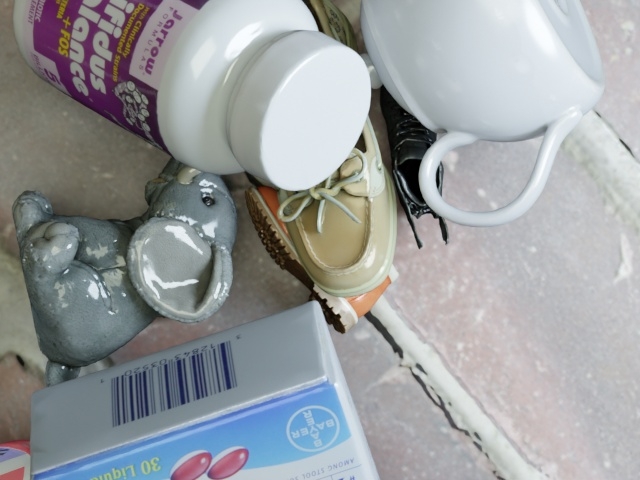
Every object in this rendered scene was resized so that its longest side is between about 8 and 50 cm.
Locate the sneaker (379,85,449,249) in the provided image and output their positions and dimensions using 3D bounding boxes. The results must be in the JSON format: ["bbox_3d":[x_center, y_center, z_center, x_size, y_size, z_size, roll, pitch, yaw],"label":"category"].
[{"bbox_3d":[0.087,-0.078,1.530,0.051,0.089,0.170,-8,91,0],"label":"sneaker"}]

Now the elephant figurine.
[{"bbox_3d":[-0.142,0.009,1.504,0.239,0.169,0.186,-11,131,-9],"label":"elephant figurine"}]

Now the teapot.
[{"bbox_3d":[0.119,-0.178,1.469,0.187,0.256,0.252,-27,115,19],"label":"teapot"}]

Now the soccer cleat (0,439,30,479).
[{"bbox_3d":[-0.328,0.265,1.503,0.248,0.095,0.083,-46,68,23],"label":"soccer cleat"}]

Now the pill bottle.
[{"bbox_3d":[-0.107,-0.156,1.427,0.301,0.169,0.169,30,91,36],"label":"pill bottle"}]

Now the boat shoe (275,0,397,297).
[{"bbox_3d":[-0.003,-0.090,1.490,0.104,0.089,0.285,-17,70,11],"label":"boat shoe"}]

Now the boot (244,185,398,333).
[{"bbox_3d":[0.000,0.000,1.555,0.084,0.059,0.158,-40,88,-14],"label":"boot"}]

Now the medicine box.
[{"bbox_3d":[-0.077,0.238,1.457,0.263,0.149,0.289,-18,116,1],"label":"medicine box"}]
